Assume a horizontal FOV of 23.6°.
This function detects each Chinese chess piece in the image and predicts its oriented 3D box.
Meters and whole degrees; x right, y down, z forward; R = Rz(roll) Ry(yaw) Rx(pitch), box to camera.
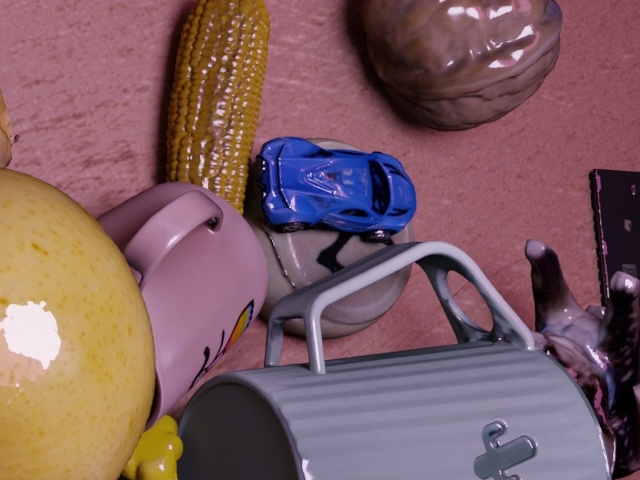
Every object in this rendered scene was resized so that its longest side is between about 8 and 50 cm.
[{"bbox_3d":[0.000,0.000,1.722,0.238,0.092,0.237,9,76,-38],"label":"Chinese chess piece"}]

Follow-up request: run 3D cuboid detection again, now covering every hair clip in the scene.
[{"bbox_3d":[-0.166,0.234,1.516,0.072,0.046,0.173,-13,47,-4],"label":"hair clip"}]

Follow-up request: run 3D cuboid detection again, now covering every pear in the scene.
[{"bbox_3d":[-0.308,0.112,1.281,0.348,0.348,0.348,10,74,-38],"label":"pear"}]

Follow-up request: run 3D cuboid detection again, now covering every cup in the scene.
[{"bbox_3d":[0.059,0.223,1.611,0.392,0.310,0.400,3,56,-36],"label":"cup"},{"bbox_3d":[-0.159,0.038,1.483,0.191,0.253,0.200,40,49,9],"label":"cup"}]

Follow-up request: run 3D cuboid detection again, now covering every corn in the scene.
[{"bbox_3d":[-0.115,-0.141,1.655,0.101,0.101,0.310,20,71,-35],"label":"corn"}]

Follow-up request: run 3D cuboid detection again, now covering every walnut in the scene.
[{"bbox_3d":[0.163,-0.253,1.824,0.248,0.248,0.248,10,74,-38],"label":"walnut"}]

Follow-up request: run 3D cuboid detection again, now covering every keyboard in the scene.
[{"bbox_3d":[0.420,0.058,2.101,0.106,0.027,0.316,3,78,-36],"label":"keyboard"}]

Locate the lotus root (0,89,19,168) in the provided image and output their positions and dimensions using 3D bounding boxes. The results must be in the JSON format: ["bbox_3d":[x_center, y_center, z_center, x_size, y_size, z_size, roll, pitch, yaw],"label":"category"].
[{"bbox_3d":[-0.434,-0.128,1.356,0.343,0.151,0.169,16,52,-32],"label":"lotus root"}]

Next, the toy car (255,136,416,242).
[{"bbox_3d":[0.025,-0.056,1.654,0.216,0.063,0.103,5,75,-37],"label":"toy car"}]

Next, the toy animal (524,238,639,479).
[{"bbox_3d":[0.303,0.198,1.835,0.344,0.194,0.302,34,76,-53],"label":"toy animal"}]
